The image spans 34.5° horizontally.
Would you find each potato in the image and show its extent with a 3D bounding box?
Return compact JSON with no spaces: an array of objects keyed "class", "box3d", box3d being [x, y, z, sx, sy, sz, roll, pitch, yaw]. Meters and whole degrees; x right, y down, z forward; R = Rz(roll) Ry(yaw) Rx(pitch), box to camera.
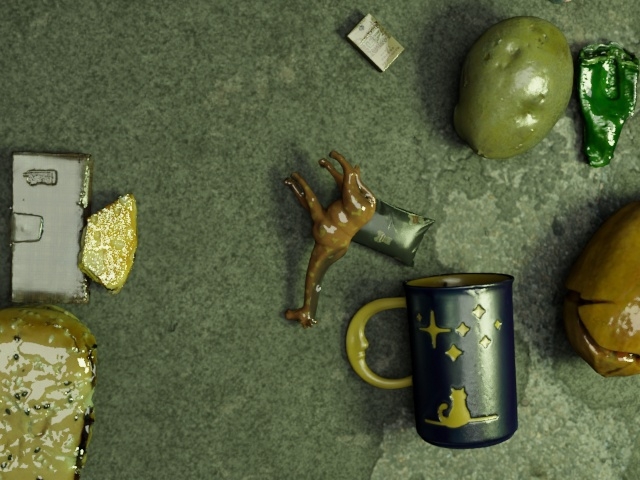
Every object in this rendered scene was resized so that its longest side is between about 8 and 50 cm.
[{"class":"potato","box3d":[0.306,-0.242,1.647,0.177,0.160,0.235,31,96,9]}]

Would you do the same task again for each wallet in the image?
[{"class":"wallet","box3d":[-0.409,-0.019,1.562,0.124,0.042,0.230,1,94,-17]}]

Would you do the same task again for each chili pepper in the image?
[{"class":"chili pepper","box3d":[0.469,-0.230,1.725,0.108,0.062,0.216,6,91,-5]}]

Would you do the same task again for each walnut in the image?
[{"class":"walnut","box3d":[0.515,0.062,1.678,0.209,0.209,0.336,33,73,-11]}]

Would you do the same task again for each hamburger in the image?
[{"class":"hamburger","box3d":[-0.469,0.242,1.482,0.276,0.195,0.318,8,94,-14]}]

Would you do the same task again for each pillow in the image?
[{"class":"pillow","box3d":[0.102,-0.020,1.661,0.150,0.048,0.090,23,83,-10]}]

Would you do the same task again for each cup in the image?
[{"class":"cup","box3d":[0.193,0.186,1.656,0.178,0.254,0.257,-8,97,-48]}]

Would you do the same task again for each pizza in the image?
[{"class":"pizza","box3d":[-0.324,0.003,1.570,0.099,0.035,0.160,8,87,-41]}]

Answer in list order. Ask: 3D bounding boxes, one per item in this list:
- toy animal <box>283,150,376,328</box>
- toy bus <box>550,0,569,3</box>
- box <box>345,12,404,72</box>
[{"class":"toy animal","box3d":[0.000,0.000,1.622,0.224,0.066,0.230,-28,86,19]},{"class":"toy bus","box3d":[0.446,-0.469,1.710,0.192,0.065,0.077,-40,106,-7]},{"class":"box","box3d":[0.087,-0.318,1.662,0.083,0.024,0.053,42,84,-11]}]
